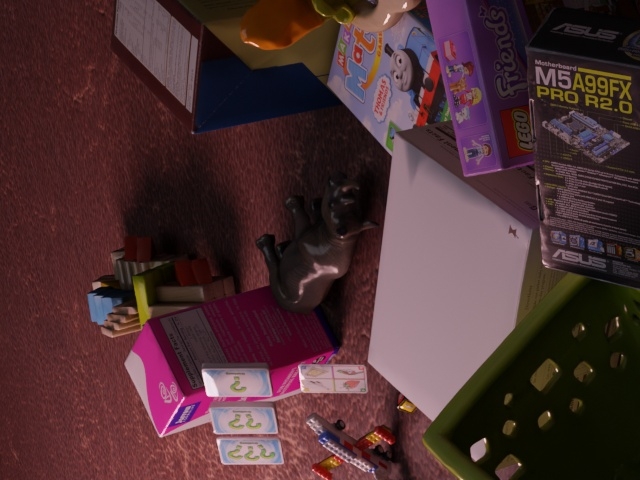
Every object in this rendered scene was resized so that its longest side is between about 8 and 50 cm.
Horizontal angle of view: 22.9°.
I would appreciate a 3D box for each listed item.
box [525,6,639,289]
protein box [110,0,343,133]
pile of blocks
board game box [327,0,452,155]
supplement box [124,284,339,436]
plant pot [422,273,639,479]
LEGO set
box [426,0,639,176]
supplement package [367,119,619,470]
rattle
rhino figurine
[{"bbox_3d":[0.290,-0.048,1.158,0.270,0.060,0.216,14,135,28],"label":"box"},{"bbox_3d":[-0.098,-0.238,1.745,0.201,0.199,0.136,46,138,41],"label":"protein box"},{"bbox_3d":[-0.248,0.056,2.168,0.362,0.149,0.113,7,109,58],"label":"pile of blocks"},{"bbox_3d":[0.089,-0.168,1.625,0.211,0.039,0.160,51,142,37],"label":"board game box"},{"bbox_3d":[-0.106,0.137,1.895,0.114,0.220,0.111,63,147,22],"label":"supplement box"},{"bbox_3d":[0.259,0.180,1.277,0.228,0.227,0.207,35,169,47],"label":"plant pot"},{"bbox_3d":[-0.006,0.214,1.793,0.060,0.244,0.182,-84,-8,-45],"label":"LEGO set"},{"bbox_3d":[0.180,-0.215,1.295,0.057,0.201,0.293,-8,95,60],"label":"box"},{"bbox_3d":[0.168,0.041,1.476,0.204,0.145,0.262,40,134,45],"label":"supplement package"},{"bbox_3d":[0.027,-0.246,1.522,0.199,0.142,0.130,21,120,53],"label":"rattle"},{"bbox_3d":[0.000,0.000,1.810,0.243,0.073,0.106,-53,54,52],"label":"rhino figurine"}]
